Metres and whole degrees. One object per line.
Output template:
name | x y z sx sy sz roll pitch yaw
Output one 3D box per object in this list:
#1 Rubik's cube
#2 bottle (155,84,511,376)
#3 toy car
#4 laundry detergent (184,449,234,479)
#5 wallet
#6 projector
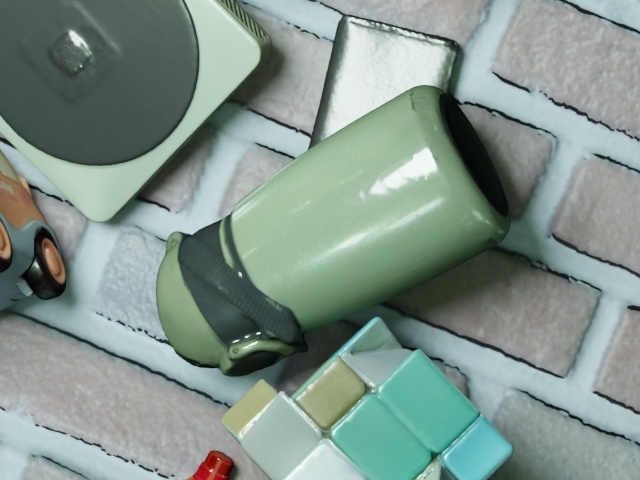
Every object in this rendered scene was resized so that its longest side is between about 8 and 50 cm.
Rubik's cube | 0.045 0.216 1.647 0.213 0.224 0.265 -44 87 -9
bottle | 0.000 0.002 1.641 0.347 0.168 0.168 -30 91 17
toy car | -0.376 -0.026 1.658 0.181 0.270 0.212 -22 73 11
laundry detergent | -0.129 0.292 1.748 0.097 0.049 0.165 28 95 -4
wallet | 0.050 -0.093 1.717 0.124 0.025 0.244 14 97 7
projector | -0.217 -0.191 1.691 0.257 0.079 0.259 45 113 -3
